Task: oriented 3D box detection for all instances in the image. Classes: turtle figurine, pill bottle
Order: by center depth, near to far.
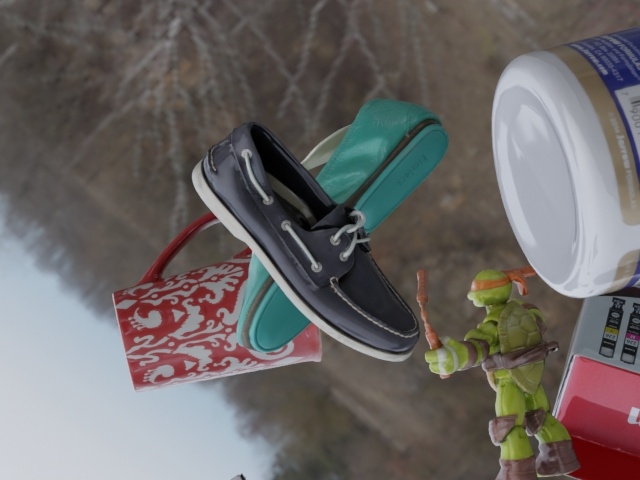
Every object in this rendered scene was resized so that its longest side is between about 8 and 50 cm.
[{"bbox_3d":[0.252,-0.067,0.950,0.153,0.264,0.153,166,90,-77],"label":"pill bottle"},{"bbox_3d":[0.182,0.114,1.433,0.269,0.087,0.217,-15,-90,-63],"label":"turtle figurine"}]

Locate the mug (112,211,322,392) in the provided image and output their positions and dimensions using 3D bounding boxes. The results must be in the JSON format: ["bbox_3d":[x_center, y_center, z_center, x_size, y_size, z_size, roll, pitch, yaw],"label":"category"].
[{"bbox_3d":[-0.097,0.061,1.388,0.150,0.169,0.113,-111,11,-46],"label":"mug"}]

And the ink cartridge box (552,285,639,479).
[{"bbox_3d":[0.438,0.183,1.801,0.309,0.272,0.130,16,126,9],"label":"ink cartridge box"}]

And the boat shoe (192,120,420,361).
[{"bbox_3d":[0.000,0.000,1.095,0.206,0.065,0.075,44,-149,2],"label":"boat shoe"}]

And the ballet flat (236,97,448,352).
[{"bbox_3d":[0.000,-0.018,1.249,0.087,0.247,0.083,32,166,36],"label":"ballet flat"}]

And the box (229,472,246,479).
[{"bbox_3d":[-0.142,0.348,1.362,0.087,0.290,0.169,53,175,38],"label":"box"}]
